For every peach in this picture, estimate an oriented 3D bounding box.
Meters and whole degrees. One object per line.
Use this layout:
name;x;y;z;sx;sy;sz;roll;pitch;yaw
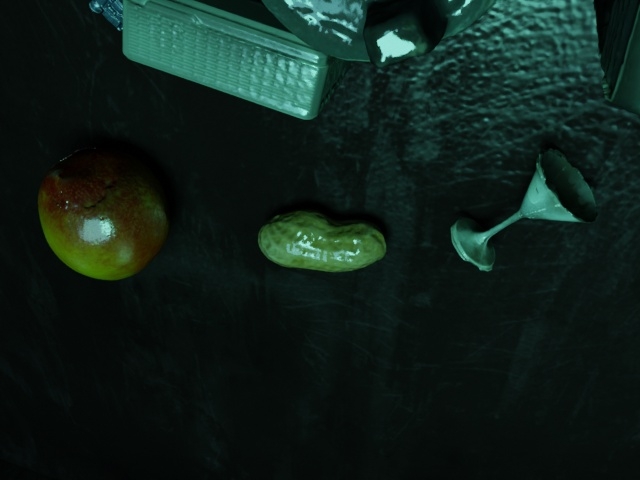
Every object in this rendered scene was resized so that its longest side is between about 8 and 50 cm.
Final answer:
peach;-0.381;-0.048;1.042;0.231;0.231;0.231;12;132;13

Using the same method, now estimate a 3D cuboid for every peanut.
peanut;0.000;0.000;0.995;0.226;0.095;0.108;7;128;16

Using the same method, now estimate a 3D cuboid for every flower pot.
flower pot;0.050;-0.336;0.562;0.299;0.282;0.299;12;133;13

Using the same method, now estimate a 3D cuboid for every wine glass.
wine glass;0.284;-0.033;0.839;0.122;0.122;0.183;38;135;-11

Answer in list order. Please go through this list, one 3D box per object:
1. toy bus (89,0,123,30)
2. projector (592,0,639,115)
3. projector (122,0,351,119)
toy bus;-0.323;-0.381;0.829;0.047;0.065;0.166;-25;117;37
projector;0.422;-0.247;0.402;0.405;0.395;0.242;9;133;16
projector;-0.091;-0.268;0.743;0.257;0.192;0.099;20;128;5
